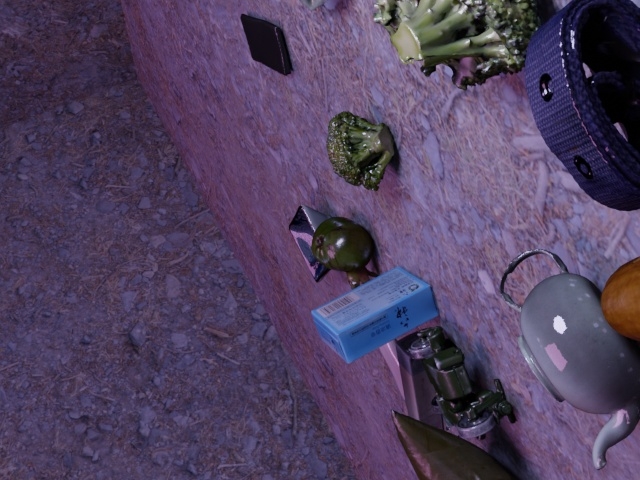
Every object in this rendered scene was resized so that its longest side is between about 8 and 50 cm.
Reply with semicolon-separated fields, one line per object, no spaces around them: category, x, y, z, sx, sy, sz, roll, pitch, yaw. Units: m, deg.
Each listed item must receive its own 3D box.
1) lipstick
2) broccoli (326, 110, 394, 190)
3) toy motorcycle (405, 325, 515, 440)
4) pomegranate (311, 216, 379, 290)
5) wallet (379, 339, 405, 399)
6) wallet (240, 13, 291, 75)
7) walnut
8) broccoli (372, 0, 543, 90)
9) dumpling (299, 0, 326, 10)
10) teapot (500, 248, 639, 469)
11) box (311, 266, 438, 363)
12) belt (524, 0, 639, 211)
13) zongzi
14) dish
lipstick;0.240;0.359;1.949;0.068;0.066;0.317;46;156;49
broccoli;0.078;-0.172;1.588;0.138;0.146;0.162;-16;80;42
toy motorcycle;0.276;0.281;1.636;0.275;0.127;0.205;-164;52;-79
pomegranate;0.062;0.037;1.940;0.152;0.131;0.191;32;151;58
wallet;0.202;0.331;2.093;0.190;0.033;0.095;64;166;5
wallet;-0.134;-0.482;1.984;0.244;0.025;0.124;42;152;58
walnut;0.394;0.063;0.920;0.115;0.116;0.207;64;169;5
broccoli;0.172;-0.280;1.026;0.198;0.176;0.226;86;169;-62
dumpling;-0.015;-0.511;1.406;0.149;0.105;0.216;60;164;19
teapot;0.340;0.141;1.081;0.193;0.129;0.294;22;-144;-60
box;0.115;0.155;1.740;0.142;0.232;0.083;33;144;62
belt;0.309;-0.142;0.866;0.230;0.140;0.126;63;170;2
zongzi;0.307;0.493;1.609;0.360;0.160;0.323;49;170;-32
dish;0.000;0.000;2.169;0.181;0.080;0.243;64;166;8
